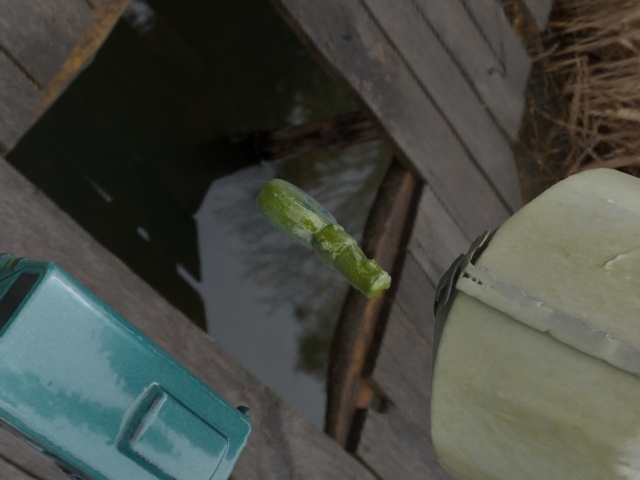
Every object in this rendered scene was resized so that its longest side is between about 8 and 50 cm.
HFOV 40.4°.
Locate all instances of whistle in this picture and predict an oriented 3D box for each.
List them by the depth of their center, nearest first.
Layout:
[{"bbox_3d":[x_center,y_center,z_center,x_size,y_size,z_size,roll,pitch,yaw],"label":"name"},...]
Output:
[{"bbox_3d":[0.000,0.000,1.012,0.198,0.057,0.104,44,14,27],"label":"whistle"}]

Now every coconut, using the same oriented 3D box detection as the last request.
[{"bbox_3d":[0.230,0.097,0.689,0.323,0.323,0.323,19,67,-52],"label":"coconut"}]

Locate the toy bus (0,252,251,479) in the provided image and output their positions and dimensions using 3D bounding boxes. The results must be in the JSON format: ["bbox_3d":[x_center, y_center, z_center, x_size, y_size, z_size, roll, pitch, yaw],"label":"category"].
[{"bbox_3d":[-0.182,0.133,0.717,0.256,0.147,0.128,46,64,-30],"label":"toy bus"}]
